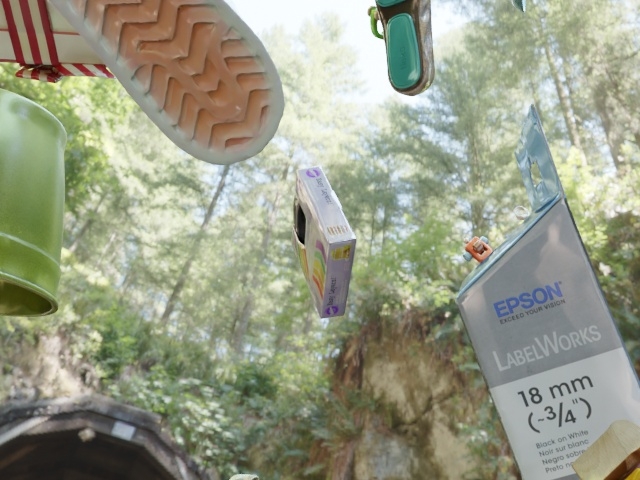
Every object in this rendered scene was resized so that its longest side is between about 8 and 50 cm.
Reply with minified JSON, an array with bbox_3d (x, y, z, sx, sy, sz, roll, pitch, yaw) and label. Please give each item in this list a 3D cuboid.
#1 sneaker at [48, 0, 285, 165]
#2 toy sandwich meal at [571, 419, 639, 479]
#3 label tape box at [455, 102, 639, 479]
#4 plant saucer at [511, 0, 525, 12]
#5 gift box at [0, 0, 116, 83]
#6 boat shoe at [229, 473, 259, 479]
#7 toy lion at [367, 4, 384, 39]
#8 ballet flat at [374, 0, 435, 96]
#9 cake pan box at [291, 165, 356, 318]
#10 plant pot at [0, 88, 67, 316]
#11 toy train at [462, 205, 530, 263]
[{"bbox_3d":[-0.133,-0.184,0.387,0.108,0.121,0.302,-33,-67,-1],"label":"sneaker"},{"bbox_3d":[0.158,0.138,0.356,0.029,0.085,0.085,53,-50,7],"label":"toy sandwich meal"},{"bbox_3d":[0.187,0.078,0.544,0.105,0.334,0.240,-21,-6,13],"label":"label tape box"},{"bbox_3d":[0.359,-0.476,1.144,0.021,0.119,0.119,-1,-44,22],"label":"plant saucer"},{"bbox_3d":[-0.354,-0.370,0.854,0.276,0.255,0.258,6,-48,-3],"label":"gift box"},{"bbox_3d":[-0.153,0.466,1.065,0.048,0.153,0.056,-21,-67,36],"label":"boat shoe"},{"bbox_3d":[0.144,-0.433,1.262,0.100,0.034,0.096,-28,-48,-22],"label":"toy lion"},{"bbox_3d":[0.160,-0.421,1.157,0.107,0.106,0.316,1,-86,33],"label":"ballet flat"},{"bbox_3d":[0.000,0.000,1.424,0.070,0.267,0.246,-8,-43,-17],"label":"cake pan box"},{"bbox_3d":[-0.628,-0.079,1.151,0.366,0.353,0.366,6,-21,2],"label":"plant pot"},{"bbox_3d":[0.363,-0.002,1.212,0.166,0.125,0.046,-38,-29,-9],"label":"toy train"}]
